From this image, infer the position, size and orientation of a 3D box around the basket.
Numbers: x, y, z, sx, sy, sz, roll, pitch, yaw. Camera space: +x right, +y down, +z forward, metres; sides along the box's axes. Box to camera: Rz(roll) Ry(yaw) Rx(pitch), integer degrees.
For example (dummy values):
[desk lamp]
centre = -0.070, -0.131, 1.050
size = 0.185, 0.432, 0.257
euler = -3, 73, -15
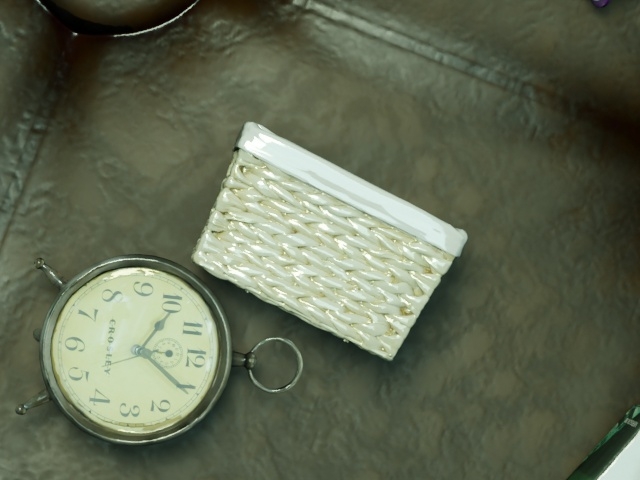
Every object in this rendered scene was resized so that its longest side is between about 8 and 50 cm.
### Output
[basket]
centre = 0.000, 0.000, 1.114
size = 0.167, 0.113, 0.103
euler = 28, 92, -5

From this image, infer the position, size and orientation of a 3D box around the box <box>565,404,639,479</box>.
[box]
centre = 0.207, 0.312, 1.162
size = 0.232, 0.058, 0.322
euler = 43, 86, -4

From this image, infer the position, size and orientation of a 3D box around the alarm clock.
[alarm clock]
centre = -0.107, 0.077, 1.128
size = 0.192, 0.064, 0.129
euler = 8, 89, -3

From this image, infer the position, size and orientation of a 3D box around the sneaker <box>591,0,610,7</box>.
[sneaker]
centre = 0.175, -0.213, 1.126
size = 0.224, 0.083, 0.098
euler = 5, 99, -21
